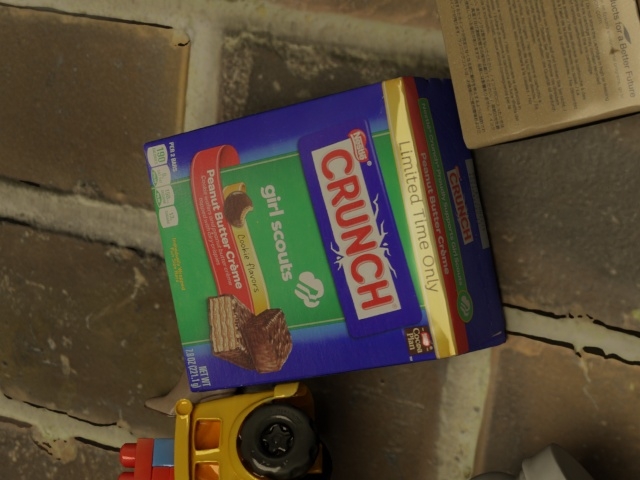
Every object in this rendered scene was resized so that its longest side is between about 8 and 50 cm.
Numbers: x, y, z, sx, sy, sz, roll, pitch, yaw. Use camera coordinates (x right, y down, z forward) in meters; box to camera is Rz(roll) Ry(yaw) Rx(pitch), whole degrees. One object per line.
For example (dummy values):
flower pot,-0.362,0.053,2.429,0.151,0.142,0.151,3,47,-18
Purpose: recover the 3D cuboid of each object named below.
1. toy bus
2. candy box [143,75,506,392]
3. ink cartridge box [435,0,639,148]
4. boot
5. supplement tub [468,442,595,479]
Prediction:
toy bus,-0.097,0.262,1.487,0.211,0.149,0.220,-4,68,4
candy box,0.000,0.000,1.475,0.317,0.122,0.268,-11,90,31
ink cartridge box,0.207,-0.216,1.337,0.193,0.088,0.235,-11,90,31
boot,-0.140,0.155,1.635,0.118,0.042,0.087,10,95,29
supplement tub,0.141,0.357,1.336,0.325,0.235,0.235,-39,76,10
